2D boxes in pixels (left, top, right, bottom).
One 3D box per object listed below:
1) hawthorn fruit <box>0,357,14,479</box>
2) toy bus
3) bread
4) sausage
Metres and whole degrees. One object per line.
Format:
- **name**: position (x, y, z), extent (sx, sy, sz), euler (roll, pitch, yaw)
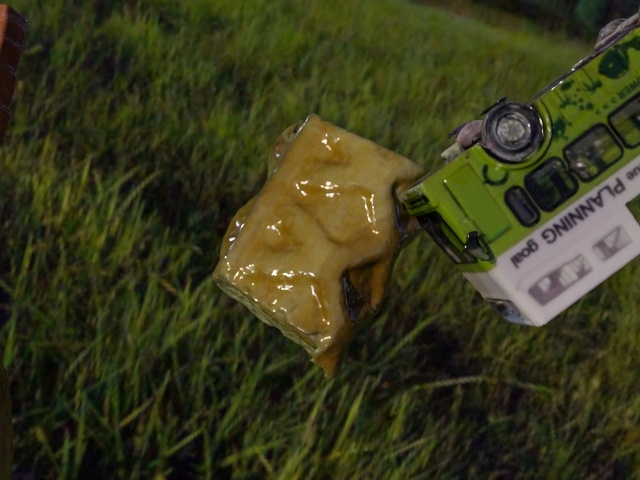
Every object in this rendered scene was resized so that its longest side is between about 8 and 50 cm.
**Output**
- **hawthorn fruit**: position (-0.216, 0.086, 0.236), extent (0.275, 0.275, 0.300), euler (19, -14, -2)
- **toy bus**: position (0.210, -0.076, 0.659), extent (0.139, 0.301, 0.113), euler (54, -4, -1)
- **bread**: position (-0.002, 0.000, 1.095), extent (0.238, 0.252, 0.196), euler (33, -7, 22)
- **sausage**: position (-0.346, -0.157, 0.962), extent (0.065, 0.169, 0.065), euler (5, -18, 1)
